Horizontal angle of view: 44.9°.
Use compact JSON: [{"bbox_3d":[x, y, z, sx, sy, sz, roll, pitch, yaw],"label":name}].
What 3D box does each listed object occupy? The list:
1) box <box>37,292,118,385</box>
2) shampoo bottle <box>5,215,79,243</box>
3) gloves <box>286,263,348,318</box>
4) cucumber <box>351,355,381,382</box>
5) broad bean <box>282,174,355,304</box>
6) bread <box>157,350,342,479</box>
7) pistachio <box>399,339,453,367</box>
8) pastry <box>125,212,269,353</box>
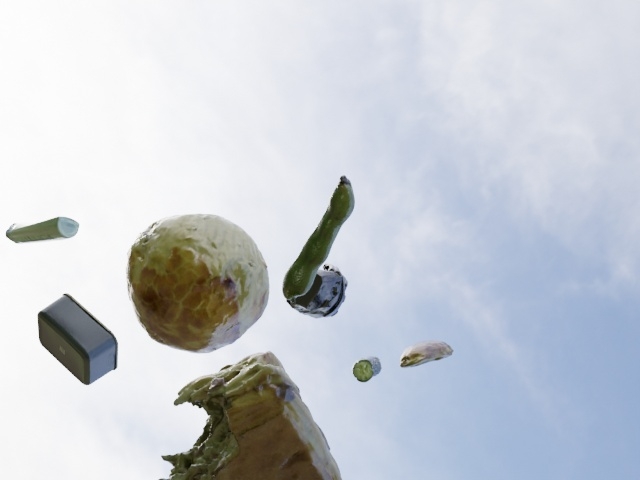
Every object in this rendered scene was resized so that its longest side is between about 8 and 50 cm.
[{"bbox_3d":[-0.581,0.238,1.842,0.201,0.090,0.145,37,-43,19],"label":"box"},{"bbox_3d":[-0.622,-0.022,1.724,0.212,0.072,0.049,-4,-105,38],"label":"shampoo bottle"},{"bbox_3d":[0.008,0.119,1.808,0.164,0.203,0.124,-34,-117,30],"label":"gloves"},{"bbox_3d":[0.106,0.301,1.811,0.058,0.187,0.058,-1,-97,11],"label":"cucumber"},{"bbox_3d":[0.000,0.001,1.384,0.052,0.052,0.256,39,-70,34],"label":"broad bean"},{"bbox_3d":[-0.134,0.393,1.398,0.314,0.191,0.370,-28,-72,6],"label":"bread"},{"bbox_3d":[0.215,0.238,1.645,0.089,0.172,0.049,-28,-107,34],"label":"pistachio"},{"bbox_3d":[-0.328,0.122,2.030,0.388,0.313,0.389,4,-37,3],"label":"pastry"}]
